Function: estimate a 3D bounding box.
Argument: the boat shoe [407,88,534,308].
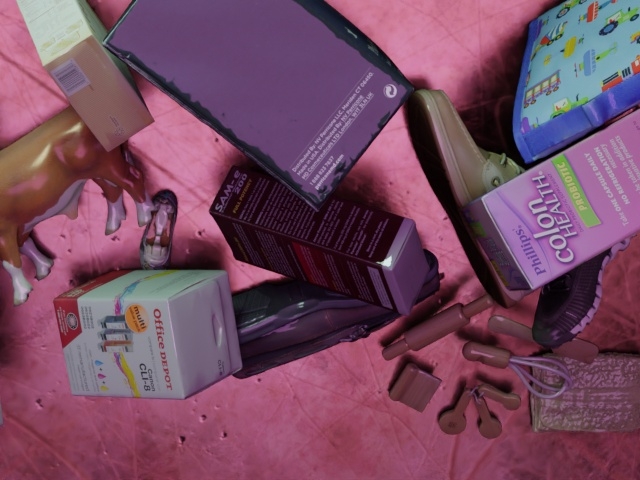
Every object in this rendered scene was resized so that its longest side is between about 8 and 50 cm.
[{"bbox_3d":[0.200,-0.063,1.971,0.098,0.109,0.302,-30,109,-7],"label":"boat shoe"}]

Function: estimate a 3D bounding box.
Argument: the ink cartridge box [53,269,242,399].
[{"bbox_3d":[-0.204,0.111,1.932,0.176,0.127,0.128,-2,103,32],"label":"ink cartridge box"}]

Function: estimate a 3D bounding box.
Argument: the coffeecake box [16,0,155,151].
[{"bbox_3d":[-0.272,-0.212,1.843,0.068,0.185,0.142,-32,131,2],"label":"coffeecake box"}]

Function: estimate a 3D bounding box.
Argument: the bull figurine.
[{"bbox_3d":[-0.354,-0.045,1.942,0.310,0.101,0.188,-31,106,5],"label":"bull figurine"}]

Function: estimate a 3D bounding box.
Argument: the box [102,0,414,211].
[{"bbox_3d":[-0.070,-0.213,1.821,0.294,0.296,0.182,37,98,-10],"label":"box"}]

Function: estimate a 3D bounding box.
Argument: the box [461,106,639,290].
[{"bbox_3d":[0.299,-0.051,1.808,0.243,0.213,0.117,-30,89,-1],"label":"box"}]

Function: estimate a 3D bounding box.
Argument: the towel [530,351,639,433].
[{"bbox_3d":[0.343,0.194,2.073,0.148,0.027,0.110,-1,101,-2],"label":"towel"}]

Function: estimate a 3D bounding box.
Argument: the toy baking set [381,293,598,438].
[{"bbox_3d":[0.208,0.153,2.026,0.256,0.030,0.197,-35,115,25],"label":"toy baking set"}]

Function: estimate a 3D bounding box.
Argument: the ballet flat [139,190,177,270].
[{"bbox_3d":[-0.201,-0.004,1.989,0.041,0.041,0.114,9,102,-6],"label":"ballet flat"}]

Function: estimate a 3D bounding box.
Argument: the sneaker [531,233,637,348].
[{"bbox_3d":[0.304,0.020,1.954,0.106,0.078,0.234,50,59,-30],"label":"sneaker"}]

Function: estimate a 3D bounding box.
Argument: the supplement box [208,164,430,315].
[{"bbox_3d":[0.000,0.000,1.904,0.239,0.130,0.073,17,68,20],"label":"supplement box"}]

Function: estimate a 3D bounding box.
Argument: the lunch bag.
[{"bbox_3d":[0.333,-0.200,1.818,0.221,0.293,0.138,-27,103,29],"label":"lunch bag"}]

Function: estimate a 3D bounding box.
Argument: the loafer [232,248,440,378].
[{"bbox_3d":[0.009,0.091,2.004,0.303,0.109,0.095,-16,122,6],"label":"loafer"}]

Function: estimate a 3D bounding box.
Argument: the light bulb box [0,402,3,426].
[{"bbox_3d":[-0.585,0.068,1.827,0.358,0.225,0.361,0,104,23],"label":"light bulb box"}]
